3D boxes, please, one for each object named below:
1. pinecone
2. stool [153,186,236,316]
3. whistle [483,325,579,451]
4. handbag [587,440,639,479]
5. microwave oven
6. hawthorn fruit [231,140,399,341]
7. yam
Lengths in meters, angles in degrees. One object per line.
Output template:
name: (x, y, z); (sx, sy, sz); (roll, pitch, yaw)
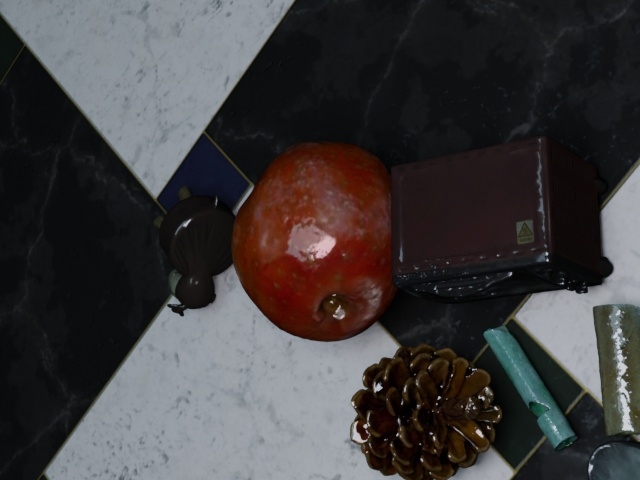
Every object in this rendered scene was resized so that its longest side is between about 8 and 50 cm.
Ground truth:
pinecone: (0.148, 0.226, 1.655); (0.212, 0.169, 0.185); (-27, 80, 43)
stool: (-0.201, 0.014, 1.987); (0.121, 0.125, 0.217); (41, 125, 52)
whistle: (0.277, 0.192, 1.647); (0.039, 0.039, 0.186); (-42, 60, 22)
handbag: (0.466, 0.325, 1.469); (0.332, 0.075, 0.191); (-11, 78, 31)
microwave oven: (0.232, -0.012, 1.632); (0.247, 0.178, 0.188); (-11, 74, 34)
hawthorn fruit: (0.000, 0.000, 1.745); (0.284, 0.284, 0.284); (-8, 76, 35)
yam: (0.383, 0.161, 1.559); (0.068, 0.068, 0.169); (-13, 74, 34)
